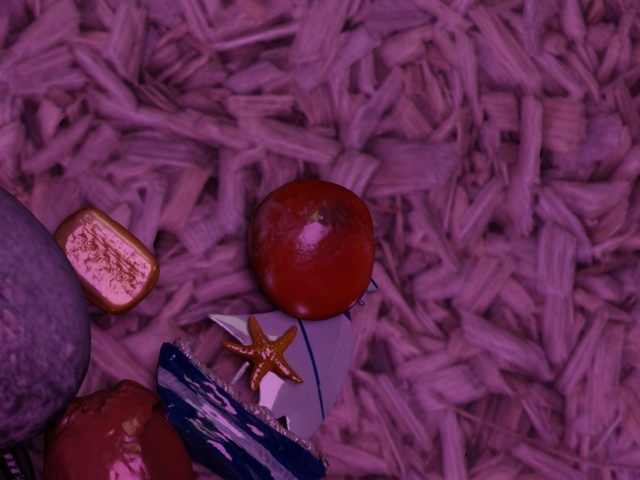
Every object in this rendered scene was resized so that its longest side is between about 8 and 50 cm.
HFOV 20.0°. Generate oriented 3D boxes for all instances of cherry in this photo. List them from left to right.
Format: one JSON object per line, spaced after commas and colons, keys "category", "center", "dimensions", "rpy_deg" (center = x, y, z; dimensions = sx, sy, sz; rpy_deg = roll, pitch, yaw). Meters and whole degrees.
{"category": "cherry", "center": [-0.351, 0.067, 1.722], "dimensions": [0.296, 0.218, 0.255], "rpy_deg": [40, 38, -6]}

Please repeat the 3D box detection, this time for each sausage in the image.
{"category": "sausage", "center": [-0.186, 0.278, 1.785], "dimensions": [0.152, 0.152, 0.280], "rpy_deg": [-11, 85, -20]}

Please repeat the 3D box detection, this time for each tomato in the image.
{"category": "tomato", "center": [0.000, 0.000, 1.910], "dimensions": [0.139, 0.091, 0.159], "rpy_deg": [11, 65, -16]}

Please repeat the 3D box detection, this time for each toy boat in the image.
{"category": "toy boat", "center": [-0.039, 0.124, 1.923], "dimensions": [0.220, 0.067, 0.291], "rpy_deg": [41, 58, -5]}

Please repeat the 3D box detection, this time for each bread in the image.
{"category": "bread", "center": [-0.223, 0.022, 1.864], "dimensions": [0.115, 0.056, 0.082], "rpy_deg": [37, 82, 0]}

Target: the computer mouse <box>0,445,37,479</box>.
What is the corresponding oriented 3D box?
{"category": "computer mouse", "center": [-0.327, 0.276, 1.737], "dimensions": [0.137, 0.096, 0.233], "rpy_deg": [-17, 50, -15]}
